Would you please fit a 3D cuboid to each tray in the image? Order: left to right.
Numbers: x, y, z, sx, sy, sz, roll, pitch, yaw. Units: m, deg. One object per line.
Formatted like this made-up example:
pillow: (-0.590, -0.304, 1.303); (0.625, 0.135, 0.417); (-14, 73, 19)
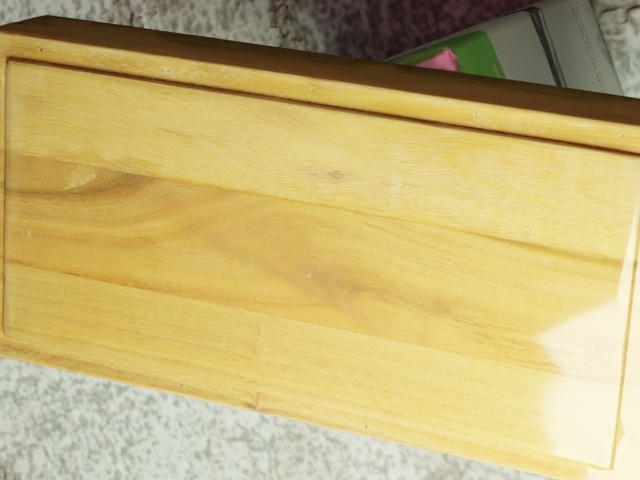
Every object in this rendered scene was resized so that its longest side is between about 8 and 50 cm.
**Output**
tray: (0.000, 0.000, 1.091); (0.411, 0.076, 0.202); (10, 107, 23)

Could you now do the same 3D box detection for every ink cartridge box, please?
ink cartridge box: (0.065, -0.065, 1.240); (0.198, 0.273, 0.114); (-19, 95, 28)
